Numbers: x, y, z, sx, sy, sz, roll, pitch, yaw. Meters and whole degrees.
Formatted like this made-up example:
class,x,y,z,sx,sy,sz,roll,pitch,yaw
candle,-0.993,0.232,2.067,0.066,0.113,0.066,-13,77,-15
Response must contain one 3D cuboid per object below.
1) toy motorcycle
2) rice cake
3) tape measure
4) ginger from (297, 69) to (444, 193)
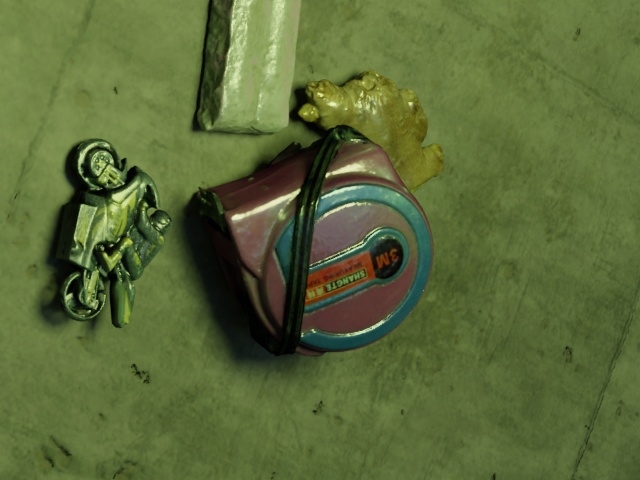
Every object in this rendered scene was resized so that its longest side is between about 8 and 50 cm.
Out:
class,x,y,z,sx,sy,sz,roll,pitch,yaw
toy motorcycle,-0.212,-0.006,1.890,0.124,0.061,0.193,7,87,-35
rice cake,-0.068,-0.263,1.963,0.106,0.050,0.298,1,99,-42
tape measure,0.000,0.000,2.011,0.231,0.149,0.245,-24,114,-19
ginger,0.062,-0.128,2.096,0.137,0.074,0.213,-49,121,-21
